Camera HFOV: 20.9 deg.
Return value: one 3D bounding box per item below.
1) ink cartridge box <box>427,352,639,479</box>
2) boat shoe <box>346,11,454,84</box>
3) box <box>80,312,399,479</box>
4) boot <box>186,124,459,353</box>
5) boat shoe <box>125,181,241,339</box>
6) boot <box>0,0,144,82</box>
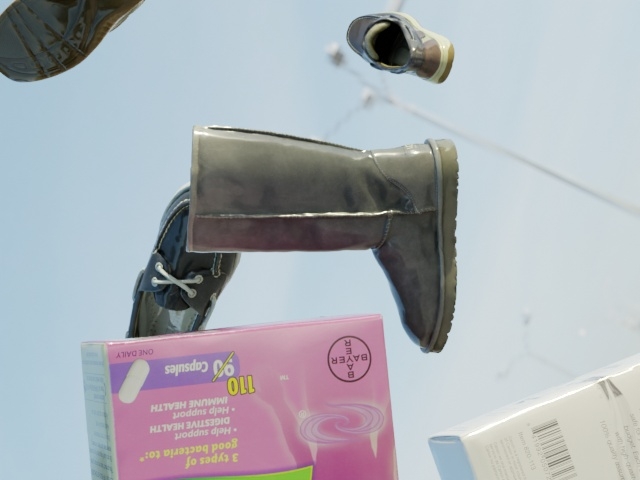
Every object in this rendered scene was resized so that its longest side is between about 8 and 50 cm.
[{"bbox_3d":[0.283,0.247,1.777,0.283,0.207,0.117,-19,-1,-15],"label":"ink cartridge box"},{"bbox_3d":[0.062,-0.178,1.540,0.049,0.152,0.056,14,-83,-33],"label":"boat shoe"},{"bbox_3d":[-0.058,0.185,1.306,0.117,0.213,0.243,171,95,-73],"label":"box"},{"bbox_3d":[0.000,0.001,1.353,0.076,0.208,0.190,-142,49,-75],"label":"boot"},{"bbox_3d":[-0.175,0.062,2.170,0.091,0.114,0.303,-60,-13,-51],"label":"boat shoe"},{"bbox_3d":[-0.192,-0.231,1.551,0.213,0.077,0.165,-33,13,27],"label":"boot"}]
